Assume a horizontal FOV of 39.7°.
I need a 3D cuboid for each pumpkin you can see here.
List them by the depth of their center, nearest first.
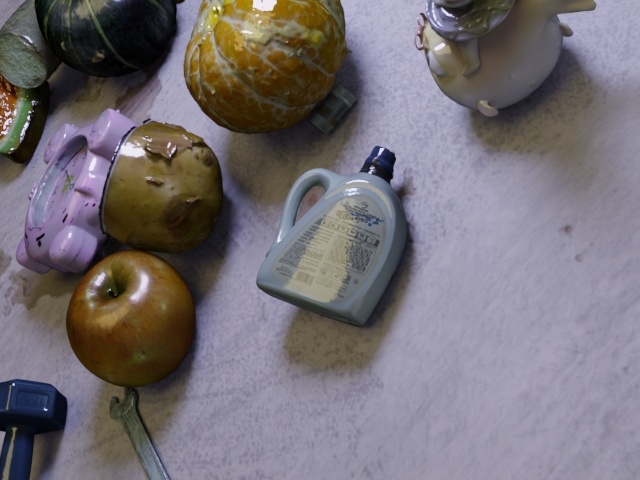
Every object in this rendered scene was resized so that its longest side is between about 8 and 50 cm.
[{"bbox_3d":[-0.470,-0.516,1.951,0.323,0.241,0.323,-10,67,23],"label":"pumpkin"}]

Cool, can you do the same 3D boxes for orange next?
[{"bbox_3d":[-0.095,-0.340,1.562,0.329,0.249,0.329,-43,38,46],"label":"orange"}]

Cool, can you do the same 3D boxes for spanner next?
[{"bbox_3d":[-0.300,0.363,1.517,0.071,0.017,0.302,-47,47,8],"label":"spanner"}]

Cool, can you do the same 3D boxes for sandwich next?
[{"bbox_3d":[-0.815,-0.292,2.147,0.301,0.162,0.250,2,67,-5],"label":"sandwich"}]

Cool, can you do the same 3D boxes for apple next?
[{"bbox_3d":[-0.327,0.141,1.552,0.237,0.207,0.237,-11,50,13],"label":"apple"}]

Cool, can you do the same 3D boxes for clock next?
[{"bbox_3d":[-0.487,-0.091,1.771,0.295,0.113,0.322,-3,63,50],"label":"clock"}]

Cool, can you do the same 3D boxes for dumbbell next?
[{"bbox_3d":[-0.552,0.417,1.594,0.144,0.160,0.324,-2,63,3],"label":"dumbbell"}]

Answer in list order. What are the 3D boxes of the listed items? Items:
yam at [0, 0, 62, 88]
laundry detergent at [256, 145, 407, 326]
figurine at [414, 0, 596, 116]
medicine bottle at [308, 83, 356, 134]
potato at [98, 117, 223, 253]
[{"bbox_3d":[-0.656,-0.496,2.101,0.161,0.161,0.268,-9,43,34],"label":"yam"},{"bbox_3d":[0.033,-0.023,1.395,0.215,0.105,0.280,17,79,25],"label":"laundry detergent"},{"bbox_3d":[0.234,-0.347,1.237,0.275,0.394,0.226,-8,62,30],"label":"figurine"},{"bbox_3d":[0.021,-0.232,1.570,0.083,0.047,0.047,-51,47,4],"label":"medicine bottle"},{"bbox_3d":[-0.270,-0.088,1.622,0.299,0.196,0.246,-81,12,-76],"label":"potato"}]
